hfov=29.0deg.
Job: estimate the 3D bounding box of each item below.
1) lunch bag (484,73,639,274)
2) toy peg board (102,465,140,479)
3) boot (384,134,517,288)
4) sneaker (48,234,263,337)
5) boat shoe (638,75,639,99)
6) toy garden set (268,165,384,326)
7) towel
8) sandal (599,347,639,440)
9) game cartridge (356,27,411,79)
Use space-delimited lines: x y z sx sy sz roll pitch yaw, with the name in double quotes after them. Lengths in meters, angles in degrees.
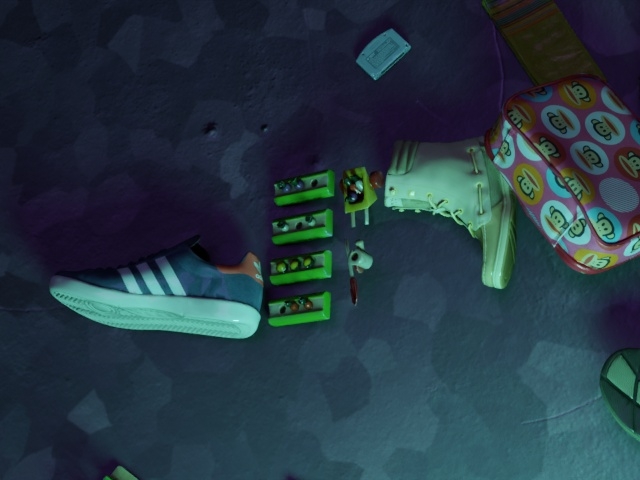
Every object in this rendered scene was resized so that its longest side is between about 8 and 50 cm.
0.415 -0.112 1.848 0.258 0.120 0.293 -21 66 -27 "lunch bag"
-0.308 0.451 1.886 0.161 0.079 0.161 34 83 20 "toy peg board"
0.200 -0.046 1.913 0.204 0.095 0.261 -1 66 11 "boot"
-0.257 0.060 1.982 0.350 0.131 0.148 7 68 9 "sneaker"
0.616 -0.225 1.896 0.258 0.095 0.095 11 111 9 "boat shoe"
0.000 0.000 1.932 0.204 0.049 0.244 -10 69 34 "toy garden set"
0.361 -0.326 2.008 0.102 0.021 0.237 -30 69 3 "towel"
0.524 0.270 1.757 0.303 0.086 0.120 35 77 5 "sandal"
0.103 -0.313 2.066 0.083 0.017 0.056 -42 72 -2 "game cartridge"
